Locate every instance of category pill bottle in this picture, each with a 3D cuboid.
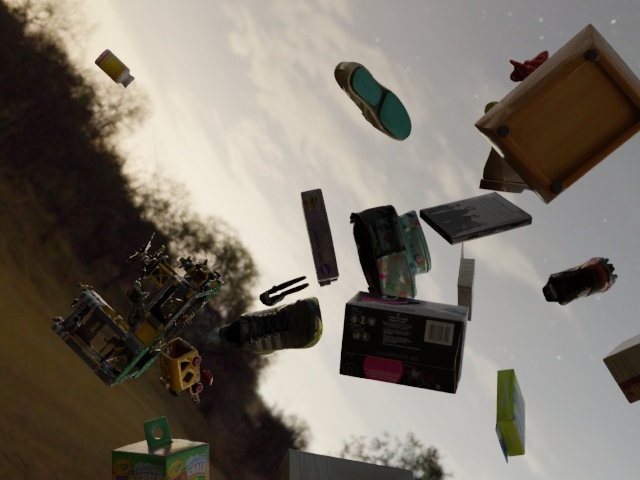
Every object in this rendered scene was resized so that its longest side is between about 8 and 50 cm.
[{"bbox_3d":[-0.435,-0.363,1.630,0.083,0.043,0.043,44,-10,-15],"label":"pill bottle"}]

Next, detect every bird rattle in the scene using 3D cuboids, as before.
[{"bbox_3d":[0.545,-0.344,1.970,0.207,0.143,0.253,53,-45,20],"label":"bird rattle"}]

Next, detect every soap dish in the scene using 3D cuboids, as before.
[{"bbox_3d":[0.486,-0.236,1.499,0.229,0.291,0.118,46,18,-7],"label":"soap dish"}]

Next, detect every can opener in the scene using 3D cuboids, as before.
[{"bbox_3d":[-0.118,0.160,2.474,0.059,0.186,0.073,60,24,1],"label":"can opener"}]

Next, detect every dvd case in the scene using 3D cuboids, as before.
[{"bbox_3d":[0.408,-0.062,2.030,0.179,0.239,0.029,-129,-149,-57],"label":"dvd case"}]

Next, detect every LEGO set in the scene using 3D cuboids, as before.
[{"bbox_3d":[-0.370,0.122,1.526,0.192,0.331,0.255,43,14,5],"label":"LEGO set"}]

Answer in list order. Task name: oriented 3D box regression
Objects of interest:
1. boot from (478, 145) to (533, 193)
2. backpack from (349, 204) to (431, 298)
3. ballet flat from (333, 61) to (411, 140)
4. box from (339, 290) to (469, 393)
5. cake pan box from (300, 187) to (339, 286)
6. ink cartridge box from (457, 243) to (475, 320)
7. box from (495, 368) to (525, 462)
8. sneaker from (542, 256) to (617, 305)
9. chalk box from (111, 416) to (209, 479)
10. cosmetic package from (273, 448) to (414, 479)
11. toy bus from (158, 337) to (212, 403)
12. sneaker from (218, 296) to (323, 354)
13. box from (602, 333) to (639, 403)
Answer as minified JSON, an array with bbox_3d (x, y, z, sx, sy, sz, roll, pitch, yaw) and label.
[{"bbox_3d":[0.491,-0.173,1.857,0.112,0.305,0.115,11,-82,39],"label":"boot"},{"bbox_3d":[0.188,0.042,2.026,0.225,0.191,0.253,90,-10,-82],"label":"backpack"},{"bbox_3d":[0.109,-0.298,1.640,0.248,0.086,0.086,41,2,-45],"label":"ballet flat"},{"bbox_3d":[0.179,0.208,1.625,0.142,0.247,0.163,-27,123,-74],"label":"box"},{"bbox_3d":[0.000,0.000,2.223,0.246,0.070,0.267,75,3,-85],"label":"cake pan box"},{"bbox_3d":[0.558,0.140,2.917,0.060,0.239,0.275,6,-31,14],"label":"ink cartridge box"},{"bbox_3d":[0.410,0.376,1.655,0.178,0.042,0.109,-69,141,-54],"label":"box"},{"bbox_3d":[0.697,0.118,2.098,0.276,0.135,0.097,129,-60,-73],"label":"sneaker"},{"bbox_3d":[-0.396,0.592,1.915,0.180,0.179,0.289,3,86,-62],"label":"chalk box"},{"bbox_3d":[0.044,0.448,1.303,0.127,0.238,0.107,-93,-157,-57],"label":"cosmetic package"},{"bbox_3d":[-0.412,0.387,2.219,0.191,0.104,0.202,-37,-100,50],"label":"toy bus"},{"bbox_3d":[-0.107,0.193,1.662,0.300,0.121,0.111,-27,-113,45],"label":"sneaker"},{"bbox_3d":[0.821,0.272,1.820,0.232,0.149,0.127,-38,-103,41],"label":"box"}]
